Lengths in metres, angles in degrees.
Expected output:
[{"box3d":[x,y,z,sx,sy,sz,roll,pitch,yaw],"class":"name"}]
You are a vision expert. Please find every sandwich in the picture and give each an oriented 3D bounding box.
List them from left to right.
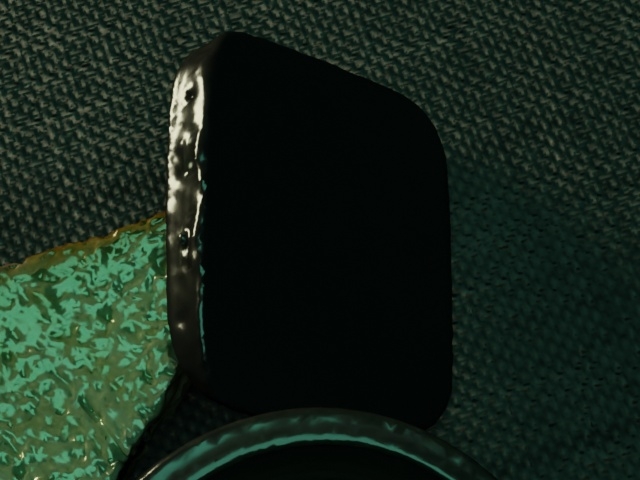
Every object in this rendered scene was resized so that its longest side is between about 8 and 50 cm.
[{"box3d":[-0.161,0.127,0.807,0.288,0.100,0.254,-15,67,-9],"class":"sandwich"}]

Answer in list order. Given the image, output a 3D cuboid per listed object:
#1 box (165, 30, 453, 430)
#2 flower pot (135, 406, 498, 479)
[{"box3d":[0.000,0.000,0.838,0.201,0.042,0.213,18,60,-42],"class":"box"},{"box3d":[-0.007,0.208,0.760,0.235,0.148,0.235,2,73,-5],"class":"flower pot"}]
